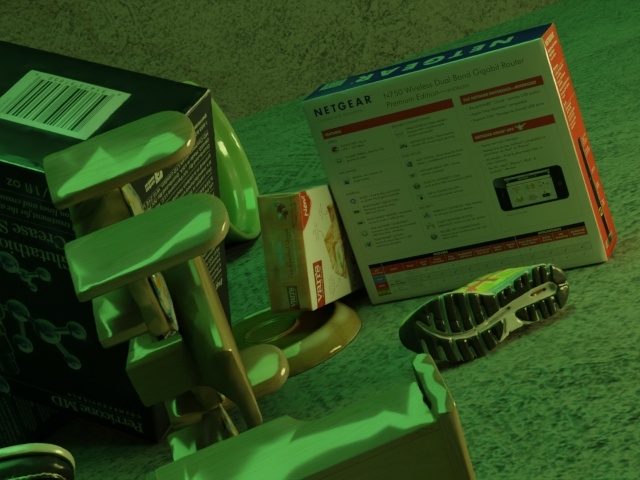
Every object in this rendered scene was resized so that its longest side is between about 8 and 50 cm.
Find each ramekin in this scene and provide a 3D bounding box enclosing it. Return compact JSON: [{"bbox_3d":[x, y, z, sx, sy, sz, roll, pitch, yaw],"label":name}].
[{"bbox_3d":[-0.238,-0.115,2.299,0.148,0.303,0.303,-23,14,15],"label":"ramekin"}]

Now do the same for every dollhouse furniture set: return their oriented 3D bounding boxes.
[{"bbox_3d":[-0.048,0.113,1.213,0.256,0.362,0.394,-22,44,-3],"label":"dollhouse furniture set"}]

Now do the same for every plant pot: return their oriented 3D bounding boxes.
[{"bbox_3d":[-0.062,0.130,1.730,0.236,0.032,0.236,-18,16,5],"label":"plant pot"}]

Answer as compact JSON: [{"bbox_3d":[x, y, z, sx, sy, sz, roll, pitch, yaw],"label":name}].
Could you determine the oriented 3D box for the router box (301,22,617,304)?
[{"bbox_3d":[0.181,-0.091,1.690,0.335,0.301,0.082,-11,18,25],"label":"router box"}]

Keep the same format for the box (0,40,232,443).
[{"bbox_3d":[-0.289,0.003,1.551,0.293,0.395,0.212,14,43,19],"label":"box"}]

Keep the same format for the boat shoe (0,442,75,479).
[{"bbox_3d":[-0.398,0.324,1.319,0.340,0.127,0.113,-22,44,-7],"label":"boat shoe"}]

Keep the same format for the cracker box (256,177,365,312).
[{"bbox_3d":[0.000,0.000,1.762,0.067,0.156,0.232,-4,7,25],"label":"cracker box"}]

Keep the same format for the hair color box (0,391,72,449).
[{"bbox_3d":[-0.412,0.200,1.771,0.174,0.105,0.347,-4,22,42],"label":"hair color box"}]

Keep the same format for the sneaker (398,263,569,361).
[{"bbox_3d":[0.184,0.085,1.526,0.208,0.081,0.094,-17,7,-15],"label":"sneaker"}]
